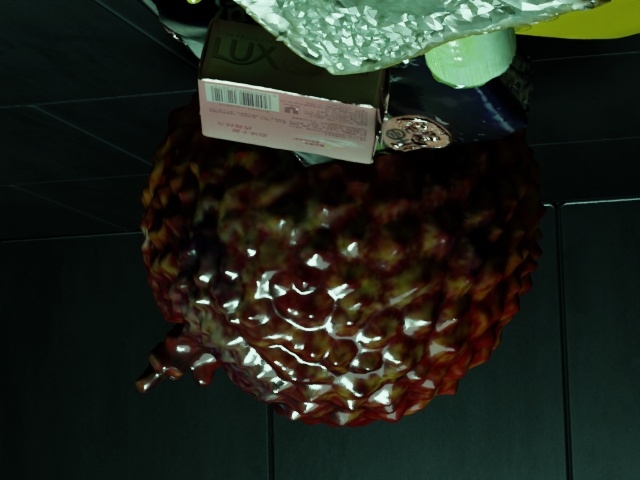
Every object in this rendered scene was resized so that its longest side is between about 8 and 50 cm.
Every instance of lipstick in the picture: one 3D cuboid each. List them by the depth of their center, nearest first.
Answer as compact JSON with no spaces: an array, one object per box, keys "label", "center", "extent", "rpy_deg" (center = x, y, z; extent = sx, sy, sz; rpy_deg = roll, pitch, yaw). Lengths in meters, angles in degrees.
[{"label":"lipstick","center":[0.088,-0.222,1.377],"extent":[0.076,0.076,0.304],"rpy_deg":[-3,147,11]}]

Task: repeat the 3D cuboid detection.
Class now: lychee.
[{"label":"lychee","center":[0.000,0.000,2.064],"extent":[0.500,0.425,0.424],"rpy_deg":[-32,167,7]}]

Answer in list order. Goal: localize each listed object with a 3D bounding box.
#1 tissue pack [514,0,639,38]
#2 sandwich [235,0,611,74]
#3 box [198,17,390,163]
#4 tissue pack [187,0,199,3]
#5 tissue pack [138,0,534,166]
[{"label":"tissue pack","center":[0.252,-0.242,1.462],"extent":[0.192,0.134,0.271],"rpy_deg":[2,171,-28]},{"label":"sandwich","center":[0.002,-0.231,1.233],"extent":[0.301,0.099,0.271],"rpy_deg":[35,147,-30]},{"label":"box","center":[-0.021,-0.117,1.542],"extent":[0.156,0.060,0.111],"rpy_deg":[11,157,3]},{"label":"tissue pack","center":[-0.116,-0.247,1.393],"extent":[0.178,0.127,0.123],"rpy_deg":[5,167,-42]},{"label":"tissue pack","center":[0.005,-0.178,1.607],"extent":[0.245,0.123,0.332],"rpy_deg":[-8,148,28]}]
